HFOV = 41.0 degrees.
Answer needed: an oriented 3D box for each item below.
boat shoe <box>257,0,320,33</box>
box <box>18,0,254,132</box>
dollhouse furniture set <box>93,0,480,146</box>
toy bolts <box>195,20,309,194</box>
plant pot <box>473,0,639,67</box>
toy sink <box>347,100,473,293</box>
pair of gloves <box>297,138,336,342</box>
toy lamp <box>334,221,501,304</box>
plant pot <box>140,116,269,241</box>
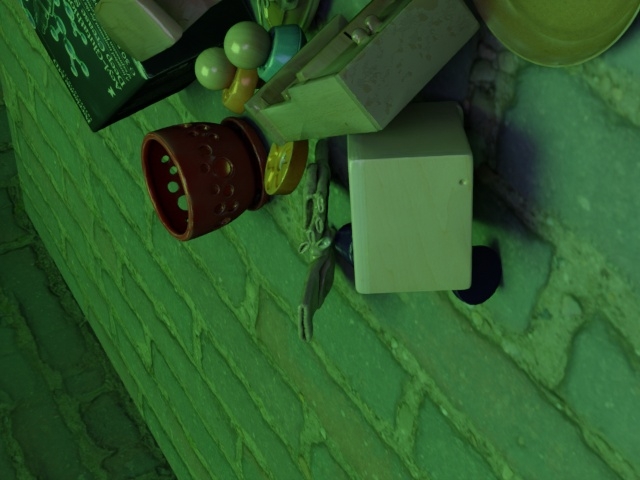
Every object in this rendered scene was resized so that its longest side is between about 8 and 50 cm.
[{"bbox_3d":[-0.053,-0.370,1.076,0.104,0.089,0.285,57,155,31],"label":"boat shoe"},{"bbox_3d":[-0.325,-0.388,1.430,0.293,0.212,0.395,61,155,-8],"label":"box"},{"bbox_3d":[-0.065,-0.303,0.872,0.394,0.362,0.256,48,164,-19],"label":"dollhouse furniture set"},{"bbox_3d":[-0.080,-0.192,1.139,0.228,0.159,0.218,145,135,-59],"label":"toy bolts"},{"bbox_3d":[0.209,-0.273,0.753,0.236,0.032,0.236,43,143,44],"label":"plant pot"},{"bbox_3d":[0.099,-0.065,0.950,0.234,0.131,0.152,-87,-7,-64],"label":"toy sink"},{"bbox_3d":[0.000,0.000,1.216,0.204,0.042,0.240,-76,-11,-61],"label":"pair of gloves"},{"bbox_3d":[0.108,0.020,1.088,0.275,0.080,0.080,17,122,59],"label":"toy lamp"},{"bbox_3d":[-0.187,-0.111,1.447,0.191,0.174,0.191,42,142,45],"label":"plant pot"}]
